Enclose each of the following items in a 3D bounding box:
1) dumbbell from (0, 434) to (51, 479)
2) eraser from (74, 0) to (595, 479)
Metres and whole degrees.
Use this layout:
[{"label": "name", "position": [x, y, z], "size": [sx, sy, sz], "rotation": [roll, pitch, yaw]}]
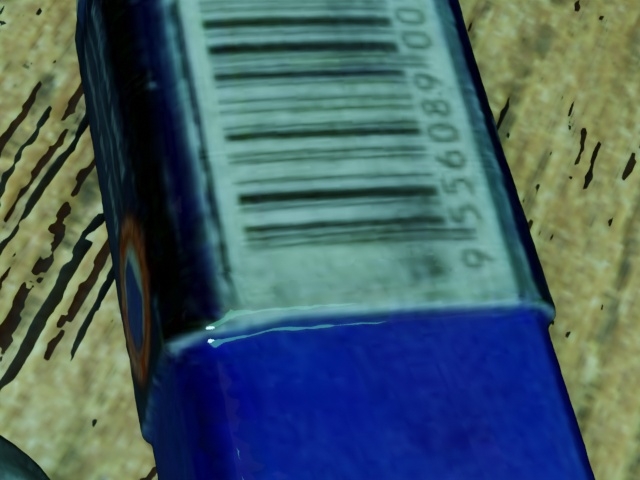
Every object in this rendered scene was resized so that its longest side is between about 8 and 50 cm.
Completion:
[{"label": "dumbbell", "position": [-0.091, 0.208, 0.410], "size": [0.179, 0.179, 0.406], "rotation": [-16, 52, -21]}, {"label": "eraser", "position": [0.000, 0.000, 0.688], "size": [0.155, 0.101, 0.332], "rotation": [-4, 59, -16]}]
